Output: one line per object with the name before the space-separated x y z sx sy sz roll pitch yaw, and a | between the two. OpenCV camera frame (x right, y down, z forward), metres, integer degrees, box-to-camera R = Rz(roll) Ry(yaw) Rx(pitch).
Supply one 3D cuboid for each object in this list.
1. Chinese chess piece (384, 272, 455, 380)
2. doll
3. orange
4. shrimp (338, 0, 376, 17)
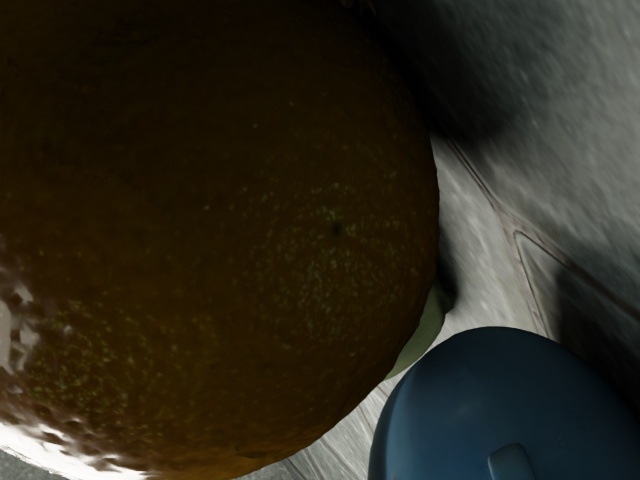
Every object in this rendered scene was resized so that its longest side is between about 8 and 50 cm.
Chinese chess piece | 0.000 0.000 0.872 0.188 0.083 0.188 55 172 12
doll | 0.098 0.142 0.718 0.314 0.141 0.177 71 178 -71
orange | -0.082 -0.015 0.665 0.274 0.274 0.274 52 169 14
shrimp | -0.018 -0.157 0.551 0.095 0.045 0.162 44 167 44
